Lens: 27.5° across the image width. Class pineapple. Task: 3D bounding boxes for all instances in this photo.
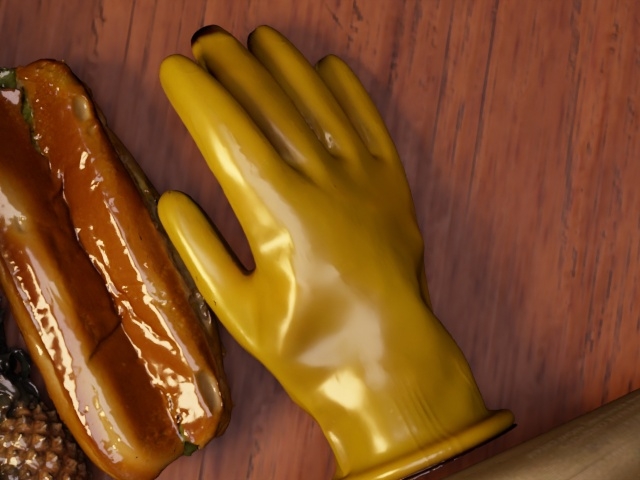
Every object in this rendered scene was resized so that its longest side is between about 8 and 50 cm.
[{"bbox_3d":[-0.193,0.097,0.781,0.074,0.074,0.159,-26,83,-2],"label":"pineapple"}]

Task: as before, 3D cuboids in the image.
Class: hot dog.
[{"bbox_3d":[-0.136,0.013,0.781,0.115,0.072,0.269,-23,83,-9],"label":"hot dog"}]

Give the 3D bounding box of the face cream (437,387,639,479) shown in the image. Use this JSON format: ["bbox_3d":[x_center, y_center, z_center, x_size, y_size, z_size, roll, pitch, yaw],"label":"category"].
[{"bbox_3d":[0.129,0.151,0.703,0.341,0.084,0.137,-20,43,-29],"label":"face cream"}]

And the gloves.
[{"bbox_3d":[0.001,0.000,0.776,0.116,0.133,0.294,-30,81,39],"label":"gloves"}]
